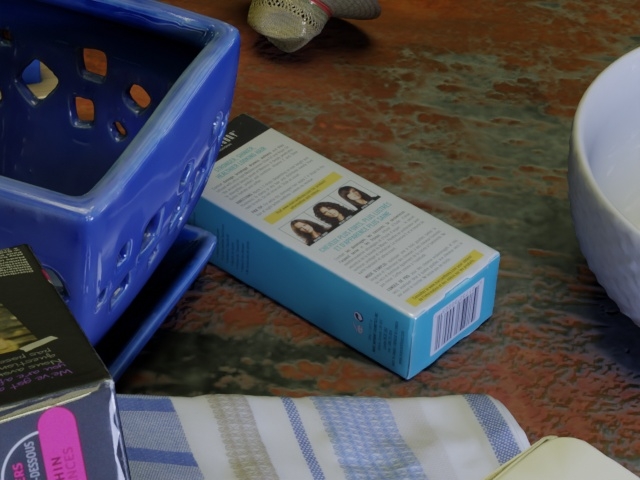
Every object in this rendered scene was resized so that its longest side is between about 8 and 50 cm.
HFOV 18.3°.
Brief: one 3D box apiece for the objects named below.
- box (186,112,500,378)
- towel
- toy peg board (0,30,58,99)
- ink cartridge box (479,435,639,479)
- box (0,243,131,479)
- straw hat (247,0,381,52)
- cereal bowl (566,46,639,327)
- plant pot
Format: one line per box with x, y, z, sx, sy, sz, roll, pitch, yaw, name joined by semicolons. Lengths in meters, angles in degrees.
0.000;0.000;1.421;0.244;0.060;0.100;30;45;29;box
0.014;0.147;1.152;0.285;0.034;0.209;3;29;-22;towel
-0.299;-0.172;1.602;0.161;0.079;0.160;-9;40;-15;toy peg board
0.130;0.262;0.921;0.117;0.283;0.207;-30;49;-35;ink cartridge box
-0.183;0.121;1.026;0.143;0.165;0.270;-13;18;-13;box
-0.026;-0.190;1.653;0.144;0.144;0.061;21;80;21;straw hat
0.336;-0.005;1.388;0.339;0.141;0.339;2;38;-1;cereal bowl
-0.199;-0.029;1.322;0.236;0.212;0.236;16;40;16;plant pot
